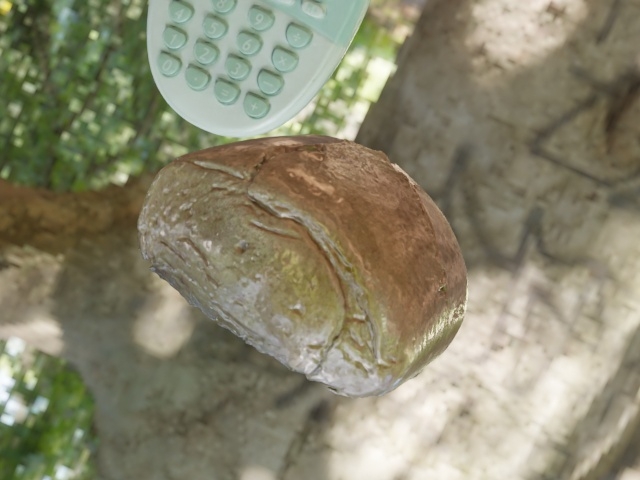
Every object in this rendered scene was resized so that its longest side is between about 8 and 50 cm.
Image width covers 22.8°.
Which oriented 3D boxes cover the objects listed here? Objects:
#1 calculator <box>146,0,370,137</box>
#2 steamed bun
[{"bbox_3d":[-0.021,-0.117,0.663,0.095,0.153,0.021,26,-172,17],"label":"calculator"},{"bbox_3d":[0.000,0.000,1.489,0.301,0.199,0.251,31,-171,19],"label":"steamed bun"}]
